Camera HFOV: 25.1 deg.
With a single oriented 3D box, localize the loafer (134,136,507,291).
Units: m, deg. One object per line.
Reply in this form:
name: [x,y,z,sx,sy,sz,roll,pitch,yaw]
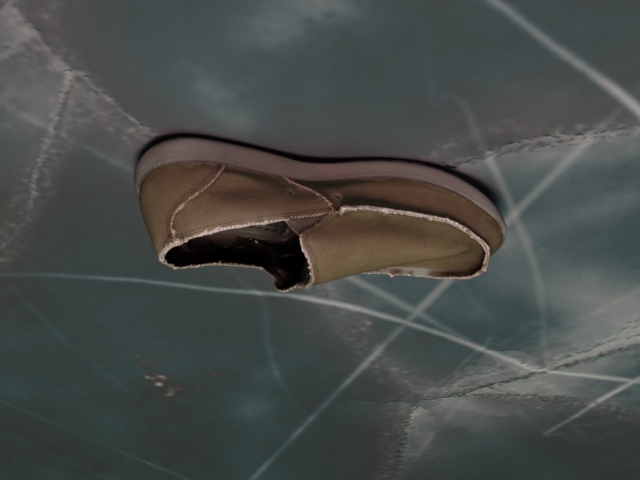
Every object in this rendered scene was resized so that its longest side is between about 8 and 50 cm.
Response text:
loafer: [0.000,0.000,0.943,0.251,0.087,0.094,7,147,-9]
